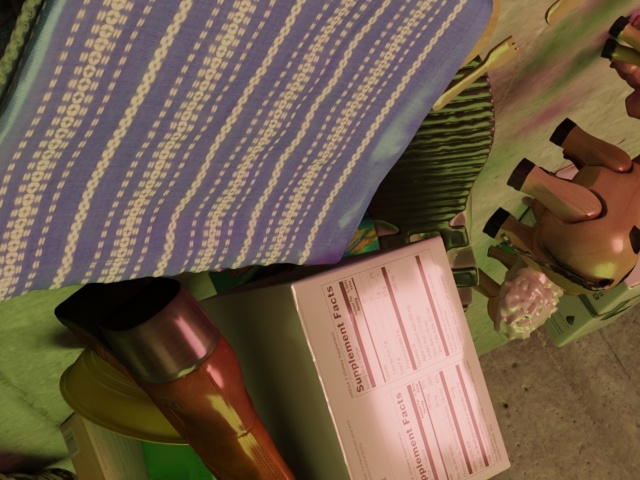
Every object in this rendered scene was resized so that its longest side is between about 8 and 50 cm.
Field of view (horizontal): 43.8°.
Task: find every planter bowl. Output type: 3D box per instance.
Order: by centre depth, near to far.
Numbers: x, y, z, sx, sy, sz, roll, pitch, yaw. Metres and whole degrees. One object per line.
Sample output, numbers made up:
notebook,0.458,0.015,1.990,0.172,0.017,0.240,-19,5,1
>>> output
planter bowl,-0.165,0.127,0.868,0.217,0.217,0.090,-3,112,-51

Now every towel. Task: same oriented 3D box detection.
towel,-0.032,-0.068,0.462,0.336,0.040,0.243,-6,135,-55

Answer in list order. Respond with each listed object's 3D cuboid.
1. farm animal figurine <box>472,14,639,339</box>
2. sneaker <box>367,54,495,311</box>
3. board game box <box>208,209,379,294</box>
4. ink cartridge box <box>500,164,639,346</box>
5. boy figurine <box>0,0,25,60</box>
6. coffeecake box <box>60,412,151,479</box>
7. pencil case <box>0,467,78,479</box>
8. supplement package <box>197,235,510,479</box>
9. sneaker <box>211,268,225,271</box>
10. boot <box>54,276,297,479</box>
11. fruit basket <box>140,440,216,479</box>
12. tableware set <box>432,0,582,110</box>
farm animal figurine,0.306,-0.065,0.781,0.326,0.172,0.330,-47,160,-24
sneaker,0.092,-0.077,0.760,0.123,0.146,0.330,-2,137,3
board game box,0.000,0.000,0.899,0.210,0.047,0.160,-10,155,-44
ink cartridge box,0.428,0.020,1.289,0.122,0.211,0.289,-21,159,-15
boy figurine,-0.211,-0.030,0.474,0.285,0.092,0.177,-40,160,24
coffeecake box,-0.267,0.307,1.179,0.186,0.142,0.068,-4,151,-49
pencil case,-0.454,0.397,1.134,0.184,0.159,0.410,-13,160,1
supplement package,0.012,0.124,0.733,0.145,0.203,0.262,-18,-179,-27
sneaker,-0.106,-0.021,0.616,0.237,0.104,0.095,-16,159,-27
boot,-0.099,0.146,0.698,0.096,0.280,0.264,-41,-157,-26
fruit basket,-0.036,0.273,1.065,0.392,0.392,0.283,-38,158,28
tableware set,0.127,-0.195,0.574,0.194,0.039,0.128,-37,139,8
